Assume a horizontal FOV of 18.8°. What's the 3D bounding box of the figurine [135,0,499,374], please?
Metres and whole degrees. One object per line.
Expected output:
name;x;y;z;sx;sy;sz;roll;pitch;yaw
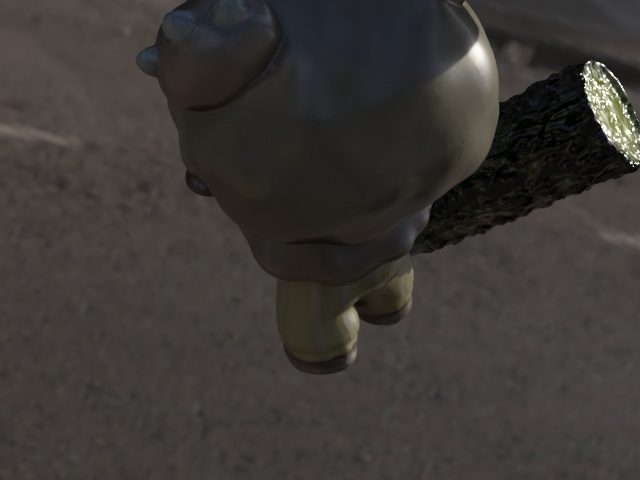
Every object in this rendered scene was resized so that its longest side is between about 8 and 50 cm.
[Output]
figurine;0.009;-0.056;1.343;0.248;0.380;0.203;-21;53;-13

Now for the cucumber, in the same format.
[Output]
cucumber;0.086;-0.037;1.557;0.096;0.359;0.096;34;44;-41
